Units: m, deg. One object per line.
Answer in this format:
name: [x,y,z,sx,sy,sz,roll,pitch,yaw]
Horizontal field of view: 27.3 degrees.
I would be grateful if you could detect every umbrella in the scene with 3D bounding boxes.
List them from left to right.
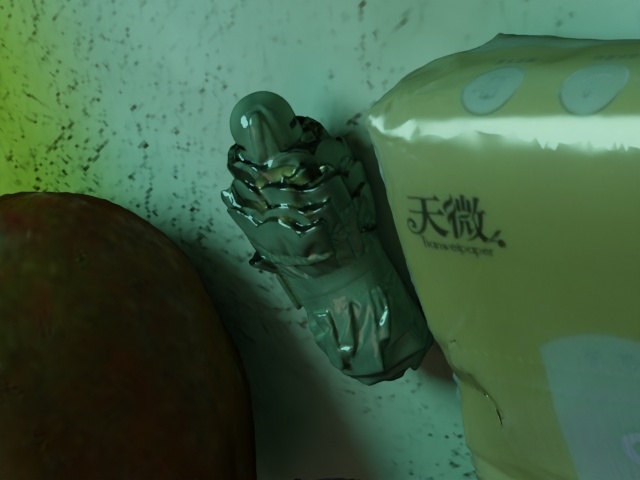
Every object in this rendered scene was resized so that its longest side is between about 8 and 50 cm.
umbrella: [0.000,0.000,0.560,0.143,0.062,0.067,63,173,-27]

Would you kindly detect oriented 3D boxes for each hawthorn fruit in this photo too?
hawthorn fruit: [-0.117,0.103,0.666,0.262,0.210,0.210,45,146,-23]

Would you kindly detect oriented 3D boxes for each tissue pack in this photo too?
tissue pack: [0.134,0.023,0.419,0.222,0.090,0.186,6,124,42]

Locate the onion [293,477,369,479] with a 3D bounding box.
onion: [0.044,0.242,0.541,0.256,0.230,0.272,16,160,19]
